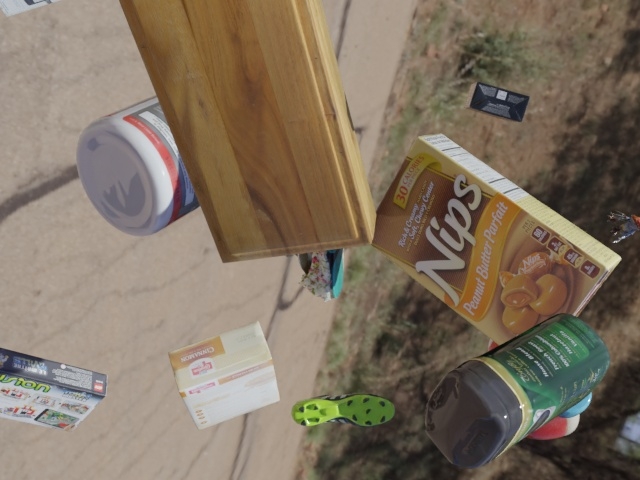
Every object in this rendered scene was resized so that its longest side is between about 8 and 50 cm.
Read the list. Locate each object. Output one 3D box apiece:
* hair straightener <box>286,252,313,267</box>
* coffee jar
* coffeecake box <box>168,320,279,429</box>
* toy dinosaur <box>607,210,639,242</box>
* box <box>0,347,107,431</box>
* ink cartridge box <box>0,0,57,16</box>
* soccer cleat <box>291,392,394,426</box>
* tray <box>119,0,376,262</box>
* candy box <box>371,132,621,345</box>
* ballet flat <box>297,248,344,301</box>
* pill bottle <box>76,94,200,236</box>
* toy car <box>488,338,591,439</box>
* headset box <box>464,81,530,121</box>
[{"bbox_3d":[-0.076,0.000,1.564,0.047,0.230,0.089,-36,146,-39],"label":"hair straightener"},{"bbox_3d":[0.182,0.138,0.731,0.184,0.079,0.096,-17,143,-39],"label":"coffee jar"},{"bbox_3d":[-0.144,0.212,1.213,0.142,0.068,0.186,-18,151,-10],"label":"coffeecake box"},{"bbox_3d":[0.498,-0.029,1.261,0.082,0.090,0.047,6,-71,66],"label":"toy dinosaur"},{"bbox_3d":[-0.410,0.200,1.066,0.114,0.206,0.036,-44,-141,32],"label":"box"},{"bbox_3d":[-0.531,-0.495,1.457,0.063,0.150,0.109,77,-6,-68],"label":"ink cartridge box"},{"bbox_3d":[0.038,0.289,1.363,0.072,0.178,0.060,-111,-160,-83],"label":"soccer cleat"},{"bbox_3d":[-0.078,-0.164,0.916,0.076,0.202,0.411,-77,155,-52],"label":"tray"},{"bbox_3d":[0.233,0.009,1.115,0.087,0.316,0.183,-18,142,-57],"label":"candy box"},{"bbox_3d":[0.000,0.000,1.239,0.091,0.077,0.241,-57,158,-48],"label":"ballet flat"},{"bbox_3d":[-0.231,-0.170,1.400,0.363,0.210,0.210,-37,146,-45],"label":"pill bottle"},{"bbox_3d":[0.288,0.245,1.308,0.219,0.237,0.210,88,-14,-67],"label":"toy car"},{"bbox_3d":[0.203,-0.160,0.912,0.083,0.062,0.032,-60,167,-81],"label":"headset box"}]
